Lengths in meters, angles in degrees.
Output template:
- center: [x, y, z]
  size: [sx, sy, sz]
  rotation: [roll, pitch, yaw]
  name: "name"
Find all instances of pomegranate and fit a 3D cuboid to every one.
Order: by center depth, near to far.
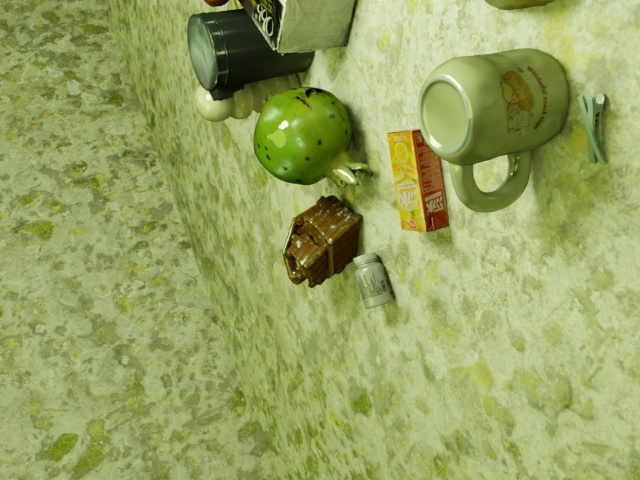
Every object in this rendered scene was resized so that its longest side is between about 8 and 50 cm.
- center: [-0.017, -0.252, 1.592]
  size: [0.341, 0.260, 0.260]
  rotation: [34, 142, 11]
  name: "pomegranate"

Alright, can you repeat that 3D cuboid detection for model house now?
- center: [-0.001, 0.000, 1.750]
  size: [0.219, 0.199, 0.229]
  rotation: [62, 158, -1]
  name: "model house"

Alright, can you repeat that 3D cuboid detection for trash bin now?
- center: [-0.187, -0.533, 1.702]
  size: [0.203, 0.302, 0.252]
  rotation: [9, 115, 62]
  name: "trash bin"

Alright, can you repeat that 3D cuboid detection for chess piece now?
- center: [-0.223, -0.428, 1.831]
  size: [0.167, 0.300, 0.167]
  rotation: [37, 134, 52]
  name: "chess piece"

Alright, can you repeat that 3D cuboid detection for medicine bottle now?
- center: [0.137, 0.105, 1.645]
  size: [0.079, 0.079, 0.140]
  rotation: [-29, 77, 64]
  name: "medicine bottle"

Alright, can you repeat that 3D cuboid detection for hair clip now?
- center: [0.430, -0.173, 0.964]
  size: [0.030, 0.039, 0.115]
  rotation: [40, 150, 63]
  name: "hair clip"

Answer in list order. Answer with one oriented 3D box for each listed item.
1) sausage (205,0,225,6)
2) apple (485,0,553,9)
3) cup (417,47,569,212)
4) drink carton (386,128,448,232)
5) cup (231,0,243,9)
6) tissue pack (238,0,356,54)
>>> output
- center: [-0.265, -0.643, 1.582]
  size: [0.179, 0.089, 0.089]
  rotation: [-143, 42, -72]
  name: "sausage"
- center: [0.274, -0.494, 1.004]
  size: [0.193, 0.120, 0.264]
  rotation: [-164, 64, -74]
  name: "apple"
- center: [0.276, -0.190, 1.056]
  size: [0.173, 0.202, 0.255]
  rotation: [51, 146, 40]
  name: "cup"
- center: [0.215, -0.133, 1.366]
  size: [0.096, 0.071, 0.222]
  rotation: [12, 114, 61]
  name: "drink carton"
- center: [-0.276, -0.811, 1.835]
  size: [0.256, 0.179, 0.254]
  rotation: [23, 96, 62]
  name: "cup"
- center: [-0.086, -0.649, 1.541]
  size: [0.370, 0.210, 0.198]
  rotation: [59, 155, 31]
  name: "tissue pack"
